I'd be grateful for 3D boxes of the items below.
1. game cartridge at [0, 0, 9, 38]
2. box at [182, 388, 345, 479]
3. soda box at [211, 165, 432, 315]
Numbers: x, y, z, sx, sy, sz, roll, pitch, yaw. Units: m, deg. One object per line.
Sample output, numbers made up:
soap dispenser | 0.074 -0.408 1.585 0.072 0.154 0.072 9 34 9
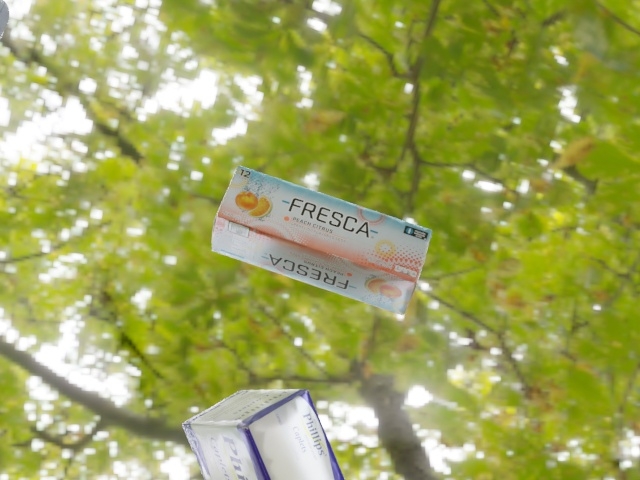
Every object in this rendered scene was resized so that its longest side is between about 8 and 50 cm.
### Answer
game cartridge | -0.438 -0.136 1.262 0.196 0.060 0.294 30 -95 22
box | -0.046 0.204 1.200 0.137 0.072 0.126 -13 -79 60
soda box | 0.000 0.000 1.179 0.058 0.183 0.063 106 4 -55
